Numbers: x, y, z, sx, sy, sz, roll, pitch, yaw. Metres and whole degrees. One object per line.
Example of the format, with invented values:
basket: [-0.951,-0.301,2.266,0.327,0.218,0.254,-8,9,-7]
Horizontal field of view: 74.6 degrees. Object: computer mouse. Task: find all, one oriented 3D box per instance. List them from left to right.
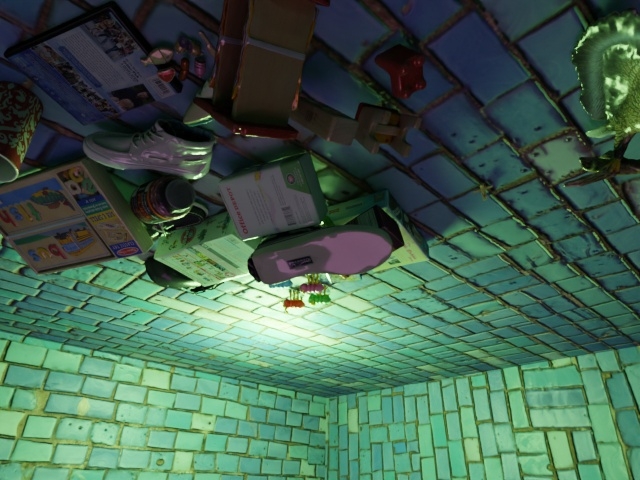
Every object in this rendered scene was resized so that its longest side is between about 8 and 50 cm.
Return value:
computer mouse: [-0.497,0.141,1.495,0.188,0.072,0.272,-23,142,37]

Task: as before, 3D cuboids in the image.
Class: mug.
mug: [-0.627,-0.207,0.816,0.150,0.169,0.113,-23,142,36]

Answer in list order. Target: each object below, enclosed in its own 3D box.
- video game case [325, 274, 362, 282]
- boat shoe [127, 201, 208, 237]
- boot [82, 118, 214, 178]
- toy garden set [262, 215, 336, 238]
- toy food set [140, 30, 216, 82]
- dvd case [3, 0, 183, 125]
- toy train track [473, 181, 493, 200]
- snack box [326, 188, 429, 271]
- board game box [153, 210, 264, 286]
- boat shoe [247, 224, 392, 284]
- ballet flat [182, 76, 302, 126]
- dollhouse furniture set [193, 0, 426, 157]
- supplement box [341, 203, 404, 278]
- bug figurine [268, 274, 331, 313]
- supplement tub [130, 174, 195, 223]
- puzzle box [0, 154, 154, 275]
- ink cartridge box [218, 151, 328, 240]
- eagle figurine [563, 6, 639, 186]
video game case: [0.071,0.103,1.454,0.119,0.015,0.166,-6,148,14]
boat shoe: [-0.457,-0.048,1.153,0.302,0.091,0.114,-5,149,12]
boot: [-0.357,-0.213,0.887,0.258,0.095,0.123,6,144,-23]
toy garden set: [-0.089,-0.042,1.125,0.244,0.049,0.204,1,148,31]
toy food set: [-0.243,-0.312,0.738,0.122,0.019,0.078,-21,144,14]
dvd case: [-0.412,-0.311,0.774,0.253,0.022,0.180,-10,147,19]
toy train track: [0.407,-0.125,1.053,0.048,0.014,0.083,-19,150,19]
snack box: [0.170,-0.015,1.203,0.187,0.060,0.322,-14,145,28]
board game box: [-0.308,0.030,1.275,0.303,0.098,0.224,-16,144,25]
boat shoe: [0.000,0.000,0.992,0.340,0.158,0.127,-8,121,15]
ballet flat: [-0.156,-0.278,0.775,0.248,0.086,0.086,-9,148,15]
dollhouse furniture set: [0.008,-0.270,0.679,0.374,0.152,0.201,-3,122,-38]
supplement box: [0.101,0.006,1.063,0.188,0.081,0.104,-32,137,23]
bug figurine: [-0.078,0.197,1.565,0.216,0.072,0.279,-5,148,11]
supplement tub: [-0.372,-0.098,1.001,0.106,0.106,0.198,28,159,-36]
puzzle box: [-0.671,-0.050,1.094,0.408,0.052,0.272,-11,122,21]
ink cartridge box: [-0.109,-0.101,0.982,0.212,0.093,0.154,-12,112,19]
eagle figurine: [0.563,-0.247,0.713,0.226,0.225,0.298,-28,124,-28]
